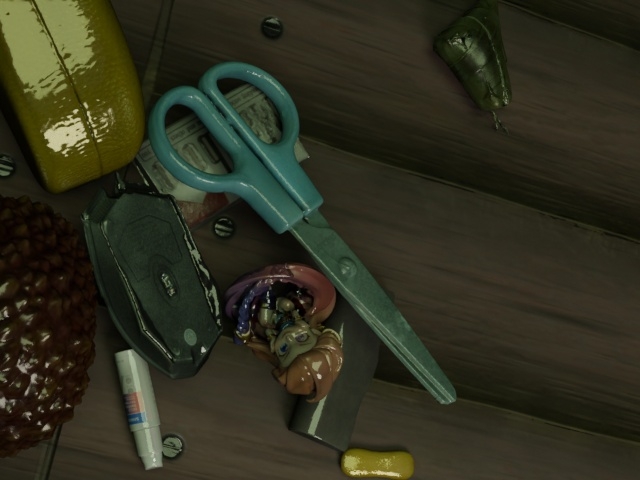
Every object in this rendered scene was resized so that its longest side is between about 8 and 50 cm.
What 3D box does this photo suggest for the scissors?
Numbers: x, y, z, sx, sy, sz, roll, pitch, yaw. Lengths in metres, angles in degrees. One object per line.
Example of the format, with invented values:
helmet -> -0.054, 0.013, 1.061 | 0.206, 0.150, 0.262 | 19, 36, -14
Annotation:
scissors -> 0.000, 0.000, 1.197 | 0.447, 0.029, 0.192 | 51, 48, 2

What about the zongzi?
zongzi -> 0.224, -0.221, 1.380 | 0.154, 0.062, 0.130 | 51, 59, -10

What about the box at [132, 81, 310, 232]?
box -> -0.112, -0.097, 1.261 | 0.177, 0.036, 0.115 | -33, 92, -20

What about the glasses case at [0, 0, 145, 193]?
glasses case -> -0.298, -0.240, 1.154 | 0.141, 0.173, 0.371 | -27, 89, -16

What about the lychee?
lychee -> -0.325, 0.067, 1.071 | 0.271, 0.271, 0.271 | 3, 80, -17

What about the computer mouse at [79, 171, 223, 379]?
computer mouse -> -0.186, 0.041, 1.182 | 0.126, 0.071, 0.231 | -32, 99, -51

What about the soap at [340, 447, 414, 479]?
soap -> 0.065, 0.253, 1.267 | 0.089, 0.012, 0.034 | 8, 78, -16

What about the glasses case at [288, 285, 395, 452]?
glasses case -> 0.026, 0.138, 1.263 | 0.072, 0.042, 0.190 | 24, 75, -20

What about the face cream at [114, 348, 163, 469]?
face cream -> -0.190, 0.180, 1.190 | 0.034, 0.034, 0.130 | -12, 85, -19

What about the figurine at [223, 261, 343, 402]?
figurine -> -0.026, 0.100, 1.208 | 0.126, 0.114, 0.157 | -33, 73, -3
